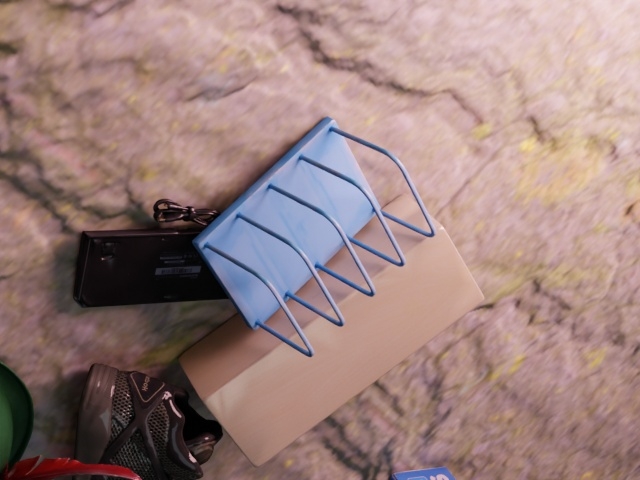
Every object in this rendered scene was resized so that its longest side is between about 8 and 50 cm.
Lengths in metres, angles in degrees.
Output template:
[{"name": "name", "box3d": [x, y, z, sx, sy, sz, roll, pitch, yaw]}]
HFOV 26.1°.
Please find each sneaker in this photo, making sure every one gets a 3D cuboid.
[{"name": "sneaker", "box3d": [-0.164, 0.225, 1.282, 0.130, 0.087, 0.227, 10, 113, -2]}]

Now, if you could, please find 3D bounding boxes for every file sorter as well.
[{"name": "file sorter", "box3d": [0.000, 0.000, 1.214, 0.170, 0.104, 0.118, -44, 131, -16]}]

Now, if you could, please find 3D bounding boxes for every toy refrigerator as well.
[{"name": "toy refrigerator", "box3d": [0.009, 0.082, 1.305, 0.269, 0.094, 0.102, -37, 123, -4]}]

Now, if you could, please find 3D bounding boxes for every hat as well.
[{"name": "hat", "box3d": [-0.298, 0.205, 1.153, 0.173, 0.183, 0.208, 25, 105, -37]}]

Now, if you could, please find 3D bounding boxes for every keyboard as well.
[{"name": "keyboard", "box3d": [-0.126, 0.008, 1.229, 0.180, 0.023, 0.108, -3, 126, -28]}]

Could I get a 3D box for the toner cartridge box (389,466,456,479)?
[{"name": "toner cartridge box", "box3d": [0.106, 0.441, 1.535, 0.075, 0.165, 0.347, -2, 119, -28]}]
